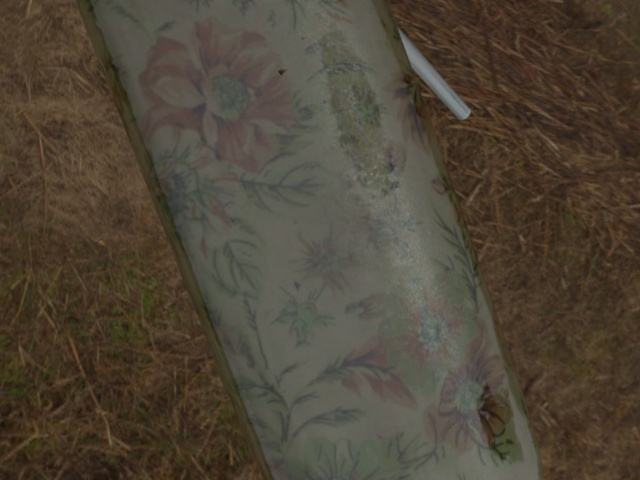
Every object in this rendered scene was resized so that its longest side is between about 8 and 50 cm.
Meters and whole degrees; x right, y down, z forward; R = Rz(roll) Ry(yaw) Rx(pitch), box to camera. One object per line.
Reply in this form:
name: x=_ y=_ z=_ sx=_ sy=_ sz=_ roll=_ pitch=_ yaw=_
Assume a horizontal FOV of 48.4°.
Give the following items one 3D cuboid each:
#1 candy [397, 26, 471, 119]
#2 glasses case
candy: x=0.027 y=-0.206 z=0.591 sx=0.124 sy=0.124 sz=0.365 roll=-51 pitch=131 yaw=4
glasses case: x=0.000 y=0.000 z=0.395 sx=0.156 sy=0.098 sz=0.425 roll=-22 pitch=97 yaw=-12
